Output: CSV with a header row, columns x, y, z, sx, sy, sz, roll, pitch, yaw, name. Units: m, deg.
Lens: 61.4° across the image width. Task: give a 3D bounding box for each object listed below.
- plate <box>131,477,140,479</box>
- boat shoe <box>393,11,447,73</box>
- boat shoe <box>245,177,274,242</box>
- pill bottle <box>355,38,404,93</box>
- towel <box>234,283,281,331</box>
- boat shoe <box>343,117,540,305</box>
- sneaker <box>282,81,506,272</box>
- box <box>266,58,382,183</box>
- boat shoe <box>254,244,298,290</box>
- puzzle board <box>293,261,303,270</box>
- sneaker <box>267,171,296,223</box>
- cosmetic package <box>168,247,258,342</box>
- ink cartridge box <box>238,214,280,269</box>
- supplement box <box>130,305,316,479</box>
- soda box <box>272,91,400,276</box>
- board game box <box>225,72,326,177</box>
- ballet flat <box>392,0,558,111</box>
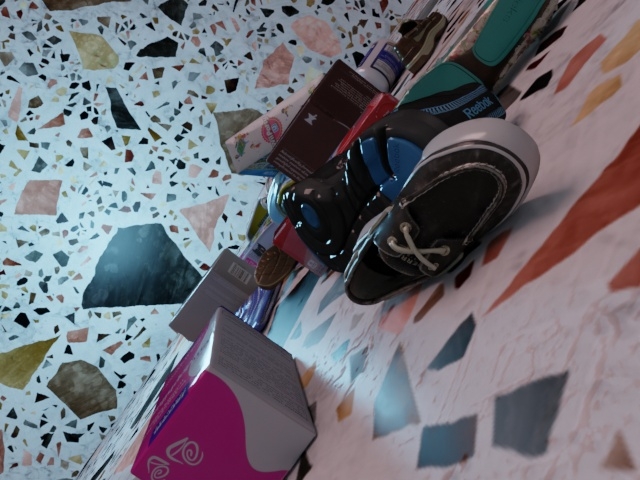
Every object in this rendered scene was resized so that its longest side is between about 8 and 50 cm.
x,y,z,sx,sy,sz,roll,pitch,yaw,name
-0.296,0.436,0.757,0.278,0.045,0.277,-46,13,41,plate
0.238,-0.506,1.303,0.095,0.095,0.257,-45,13,42,boat shoe
-0.150,-0.136,1.767,0.367,0.136,0.156,-53,9,21,boat shoe
0.153,-0.459,1.501,0.187,0.112,0.112,-57,10,-21,pill bottle
-0.191,0.208,1.064,0.336,0.040,0.243,-50,11,22,towel
0.080,-0.004,0.410,0.070,0.077,0.219,-59,3,-32,boat shoe
0.067,-0.056,0.600,0.139,0.125,0.341,-38,6,-25,sneaker
0.031,-0.209,1.050,0.167,0.168,0.203,-45,12,40,box
-0.066,0.035,1.022,0.060,0.064,0.178,88,-156,-43,boat shoe
0.000,0.000,0.950,0.096,0.011,0.128,-61,11,-30,puzzle board
-0.070,-0.097,1.279,0.319,0.127,0.208,-45,12,46,sneaker
-0.254,0.149,1.310,0.238,0.127,0.107,-45,13,34,cosmetic package
-0.149,-0.030,1.625,0.311,0.065,0.186,-51,10,7,ink cartridge box
-0.091,0.161,0.536,0.111,0.114,0.220,-53,11,-1,supplement box
0.043,-0.081,0.778,0.263,0.092,0.083,-53,9,10,soda box
-0.043,-0.266,1.309,0.303,0.098,0.224,-27,-11,29,board game box
0.179,-0.194,0.619,0.241,0.091,0.077,-46,-18,21,ballet flat
